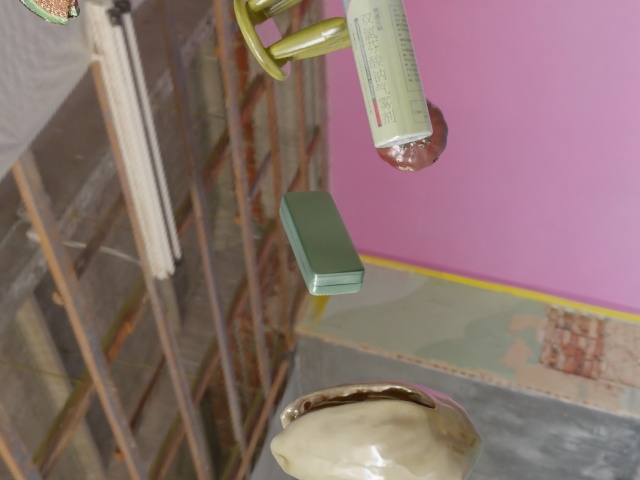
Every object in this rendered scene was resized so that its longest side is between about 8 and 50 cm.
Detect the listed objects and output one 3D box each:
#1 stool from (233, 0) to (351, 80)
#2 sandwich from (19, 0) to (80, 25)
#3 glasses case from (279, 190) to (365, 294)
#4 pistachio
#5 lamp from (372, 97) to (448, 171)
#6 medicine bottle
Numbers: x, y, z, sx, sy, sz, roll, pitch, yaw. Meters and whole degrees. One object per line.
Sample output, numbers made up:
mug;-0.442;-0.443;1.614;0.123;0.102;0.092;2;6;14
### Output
stool;-0.024;-0.251;0.963;0.134;0.111;0.135;47;-156;-44
sandwich;-0.325;-0.301;1.019;0.069;0.101;0.026;-41;38;25
glasses case;0.000;0.000;1.220;0.184;0.078;0.039;-112;25;-45
pistachio;0.059;0.214;0.914;0.126;0.223;0.152;-72;-19;-52
lamp;0.119;-0.141;1.136;0.090;0.101;0.101;-139;62;-86
medicine bottle;0.055;-0.207;0.825;0.059;0.059;0.230;-12;-92;-77
